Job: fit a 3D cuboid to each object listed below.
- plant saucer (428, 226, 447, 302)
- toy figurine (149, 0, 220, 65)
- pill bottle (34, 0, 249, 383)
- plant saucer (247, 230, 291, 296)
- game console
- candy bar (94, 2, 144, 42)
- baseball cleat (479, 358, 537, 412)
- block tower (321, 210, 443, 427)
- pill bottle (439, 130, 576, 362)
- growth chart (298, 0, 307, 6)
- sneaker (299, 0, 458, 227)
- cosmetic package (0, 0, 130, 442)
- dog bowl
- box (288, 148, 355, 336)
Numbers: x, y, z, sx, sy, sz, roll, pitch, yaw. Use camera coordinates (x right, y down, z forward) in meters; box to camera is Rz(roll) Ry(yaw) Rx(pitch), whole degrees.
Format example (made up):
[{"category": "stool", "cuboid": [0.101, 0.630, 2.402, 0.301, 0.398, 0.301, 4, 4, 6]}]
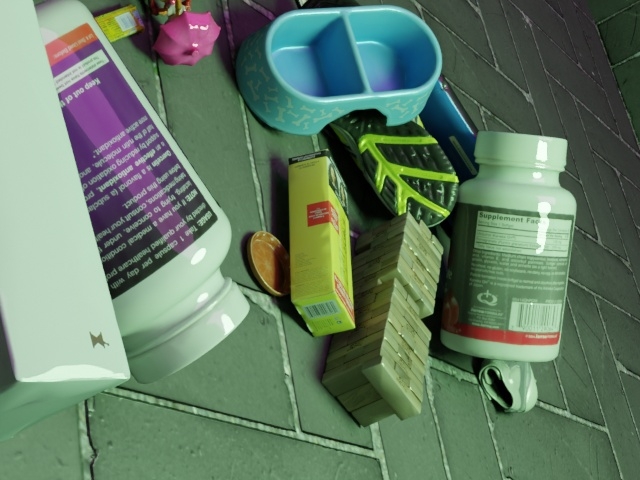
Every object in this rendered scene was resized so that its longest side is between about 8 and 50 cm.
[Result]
[{"category": "plant saucer", "cuboid": [0.166, 0.009, 1.766, 0.067, 0.018, 0.192, 26, 44, -49]}, {"category": "toy figurine", "cuboid": [-0.176, -0.286, 1.357, 0.130, 0.173, 0.159, -8, 93, -19]}, {"category": "pill bottle", "cuboid": [-0.202, -0.038, 1.003, 0.323, 0.181, 0.181, 57, 28, -12]}, {"category": "plant saucer", "cuboid": [-0.061, 0.029, 1.365, 0.083, 0.013, 0.083, 40, 35, -36]}, {"category": "game console", "cuboid": [0.213, -0.167, 1.846, 0.173, 0.250, 0.293, -46, 109, -33]}, {"category": "candy bar", "cuboid": [-0.242, -0.237, 1.280, 0.040, 0.018, 0.161, 62, 27, -10]}, {"category": "baseball cleat", "cuboid": [0.280, 0.167, 1.767, 0.109, 0.072, 0.206, 10, 55, -52]}, {"category": "block tower", "cuboid": [0.086, 0.094, 1.477, 0.091, 0.097, 0.335, 50, 28, -23]}, {"category": "pill bottle", "cuboid": [0.275, 0.006, 1.646, 0.176, 0.176, 0.319, -1, 98, -60]}, {"category": "growth chart", "cuboid": [0.007, -0.369, 1.818, 0.172, 0.021, 0.237, -12, 77, -63]}, {"category": "sneaker", "cuboid": [0.068, -0.183, 1.679, 0.147, 0.145, 0.385, 81, -17, -83]}, {"category": "cosmetic package", "cuboid": [-0.293, -0.038, 0.737, 0.097, 0.284, 0.377, 9, 58, -57]}, {"category": "dog bowl", "cuboid": [0.034, -0.238, 1.537, 0.297, 0.074, 0.166, -9, 75, -27]}, {"category": "box", "cuboid": [0.000, 0.000, 1.426, 0.087, 0.058, 0.232, 62, 21, -47]}]
